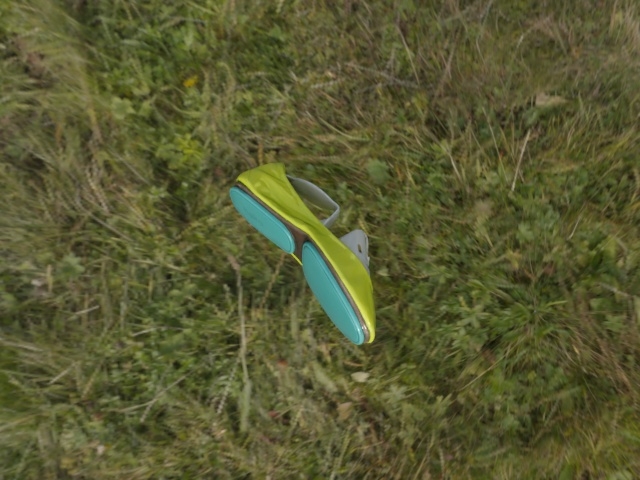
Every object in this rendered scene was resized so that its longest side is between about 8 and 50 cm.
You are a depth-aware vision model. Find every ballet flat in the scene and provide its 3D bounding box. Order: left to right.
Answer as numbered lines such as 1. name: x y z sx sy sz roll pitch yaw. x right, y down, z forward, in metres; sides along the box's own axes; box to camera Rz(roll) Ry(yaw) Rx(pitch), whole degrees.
1. ballet flat: 0.000 0.000 0.837 0.077 0.077 0.231 -31 59 -21
